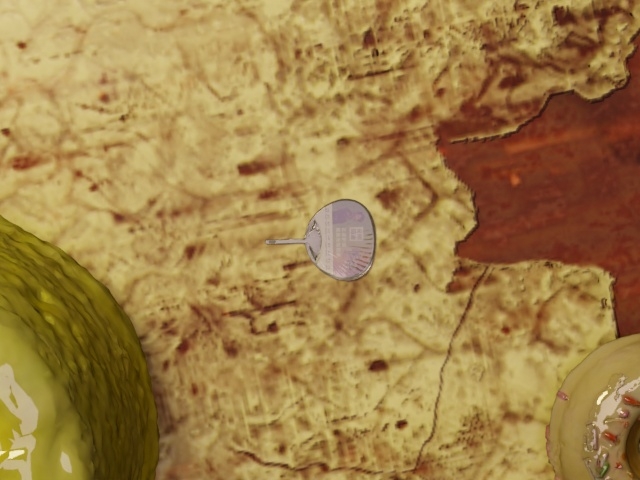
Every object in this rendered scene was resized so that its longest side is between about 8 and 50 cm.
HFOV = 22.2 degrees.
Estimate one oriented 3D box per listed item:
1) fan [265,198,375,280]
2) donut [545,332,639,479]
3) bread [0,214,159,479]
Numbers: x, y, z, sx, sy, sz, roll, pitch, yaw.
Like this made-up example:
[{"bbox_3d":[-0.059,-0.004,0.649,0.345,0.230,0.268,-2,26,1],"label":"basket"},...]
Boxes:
[{"bbox_3d":[0.007,-0.007,1.219,0.080,0.003,0.060,26,93,-7],"label":"fan"},{"bbox_3d":[0.255,0.152,1.222,0.174,0.068,0.175,0,95,-4],"label":"donut"},{"bbox_3d":[-0.285,0.155,1.060,0.348,0.308,0.348,0,96,-1],"label":"bread"}]
